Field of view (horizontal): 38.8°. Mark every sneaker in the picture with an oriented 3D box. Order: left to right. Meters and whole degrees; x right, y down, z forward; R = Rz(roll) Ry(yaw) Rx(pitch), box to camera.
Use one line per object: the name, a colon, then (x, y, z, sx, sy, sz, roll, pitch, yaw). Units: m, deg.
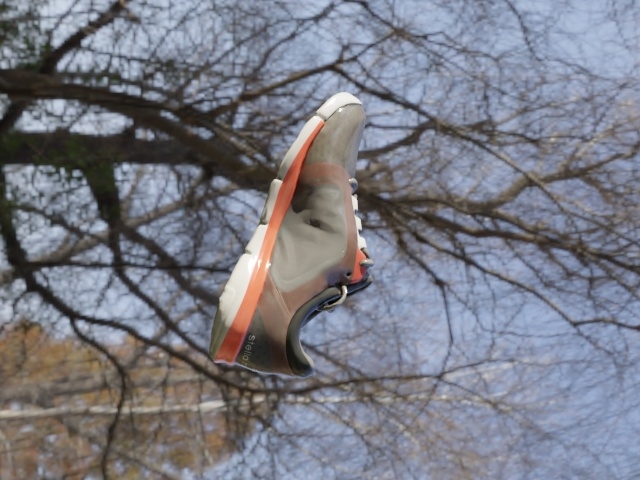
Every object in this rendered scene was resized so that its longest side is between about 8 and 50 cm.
sneaker: (0.000, 0.000, 0.463, 0.061, 0.065, 0.157, 104, 8, -72)
